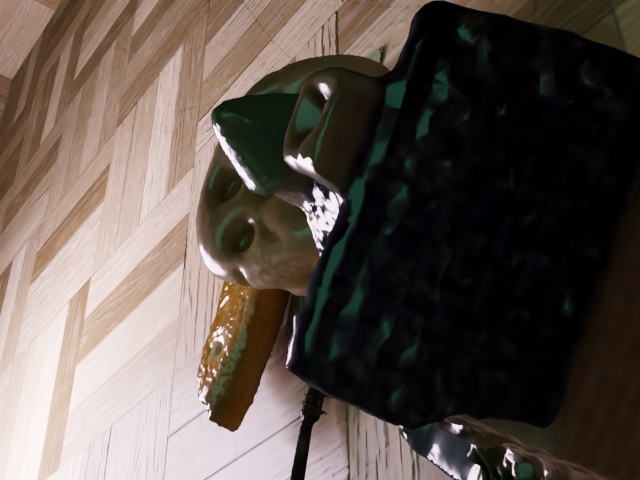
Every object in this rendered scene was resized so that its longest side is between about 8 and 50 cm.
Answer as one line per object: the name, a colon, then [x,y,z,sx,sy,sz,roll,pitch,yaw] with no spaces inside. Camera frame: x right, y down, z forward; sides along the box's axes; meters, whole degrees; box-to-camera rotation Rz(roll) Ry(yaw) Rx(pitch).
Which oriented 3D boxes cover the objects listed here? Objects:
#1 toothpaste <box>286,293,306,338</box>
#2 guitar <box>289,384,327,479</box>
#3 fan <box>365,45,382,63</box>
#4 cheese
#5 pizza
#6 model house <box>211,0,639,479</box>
toothpaste: [0.000,0.000,0.919,0.048,0.029,0.197,-9,64,65]
guitar: [-0.017,0.210,0.757,0.025,0.088,0.233,-39,29,42]
fan: [-0.002,-0.110,1.028,0.240,0.009,0.131,-48,35,30]
cheese: [-0.003,-0.047,0.836,0.235,0.117,0.218,-48,47,14]
pizza: [-0.072,0.064,0.953,0.134,0.056,0.271,-51,25,45]
model house: [0.077,0.005,0.532,0.298,0.284,0.243,14,77,62]
